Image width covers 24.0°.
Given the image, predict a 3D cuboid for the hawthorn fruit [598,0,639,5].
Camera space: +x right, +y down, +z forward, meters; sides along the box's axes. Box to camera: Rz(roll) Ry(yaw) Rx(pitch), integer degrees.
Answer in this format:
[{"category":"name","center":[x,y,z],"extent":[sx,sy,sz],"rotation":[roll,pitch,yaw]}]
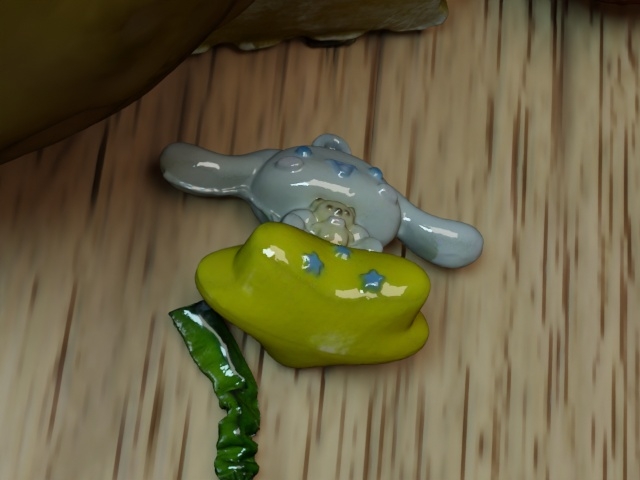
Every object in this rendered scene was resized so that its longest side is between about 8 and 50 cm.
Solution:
[{"category":"hawthorn fruit","center":[0.173,-0.185,0.725],"extent":[0.203,0.163,0.162],"rotation":[12,63,-36]}]

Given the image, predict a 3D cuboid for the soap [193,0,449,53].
[{"category":"soap","center":[-0.027,-0.204,0.685],"extent":[0.140,0.073,0.232],"rotation":[-7,70,-22]}]

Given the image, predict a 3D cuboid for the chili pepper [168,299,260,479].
[{"category":"chili pepper","center":[-0.037,0.062,0.598],"extent":[0.027,0.022,0.083],"rotation":[9,59,-54]}]

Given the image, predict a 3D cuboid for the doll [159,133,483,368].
[{"category":"doll","center":[0.007,0.002,0.623],"extent":[0.135,0.071,0.113],"rotation":[-2,50,-28]}]

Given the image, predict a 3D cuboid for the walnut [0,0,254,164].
[{"category":"walnut","center":[-0.147,-0.184,0.472],"extent":[0.308,0.398,0.354],"rotation":[44,49,-42]}]
